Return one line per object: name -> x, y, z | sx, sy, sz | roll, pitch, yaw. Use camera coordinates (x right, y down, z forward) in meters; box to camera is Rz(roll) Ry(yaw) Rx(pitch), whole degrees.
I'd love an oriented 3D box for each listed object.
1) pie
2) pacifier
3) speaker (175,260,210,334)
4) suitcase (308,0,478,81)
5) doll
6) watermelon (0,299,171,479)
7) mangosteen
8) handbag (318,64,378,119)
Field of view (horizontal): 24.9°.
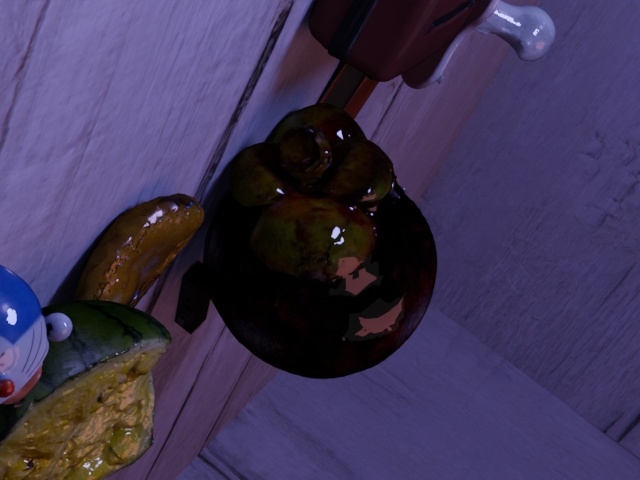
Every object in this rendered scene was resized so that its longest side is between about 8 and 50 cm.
pie -> -0.259, 0.039, 1.981 | 0.273, 0.069, 0.273 | -50, 170, -13
pacifier -> 0.241, -0.379, 2.344 | 0.220, 0.273, 0.332 | -35, 168, -50
speaker -> -0.218, 0.101, 2.508 | 0.046, 0.040, 0.191 | -46, 169, -26
suitcase -> 0.131, -0.374, 2.103 | 0.297, 0.161, 0.236 | -38, 162, -55
doll -> -0.364, 0.118, 1.503 | 0.215, 0.161, 0.257 | -25, 169, -9
watermelon -> -0.339, 0.192, 1.802 | 0.331, 0.189, 0.330 | -31, 150, -21
mangosteen -> -0.013, 0.007, 2.302 | 0.381, 0.421, 0.381 | -21, -162, 7
handbag -> 0.057, -0.262, 2.470 | 0.190, 0.063, 0.127 | -56, 171, 31
